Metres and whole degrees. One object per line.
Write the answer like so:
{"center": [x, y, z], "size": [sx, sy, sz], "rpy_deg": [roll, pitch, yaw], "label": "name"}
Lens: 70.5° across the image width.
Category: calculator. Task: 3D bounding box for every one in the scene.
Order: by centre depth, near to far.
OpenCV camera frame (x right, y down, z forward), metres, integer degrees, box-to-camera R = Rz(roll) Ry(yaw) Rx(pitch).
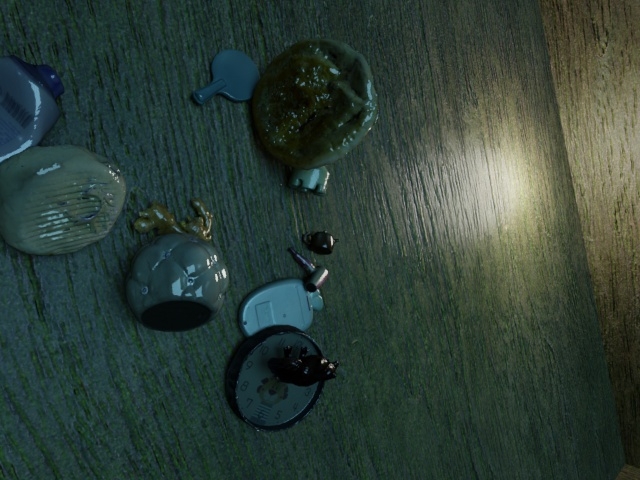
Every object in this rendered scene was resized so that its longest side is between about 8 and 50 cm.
{"center": [-0.111, 0.211, 1.378], "size": [0.295, 0.042, 0.184], "rpy_deg": [-14, 95, -34], "label": "calculator"}

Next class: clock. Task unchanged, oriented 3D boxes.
{"center": [-0.120, 0.405, 1.325], "size": [0.312, 0.061, 0.312], "rpy_deg": [-5, 99, -32], "label": "clock"}

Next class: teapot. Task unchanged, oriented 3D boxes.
{"center": [0.000, 0.000, 1.455], "size": [0.121, 0.076, 0.068], "rpy_deg": [12, 67, -4], "label": "teapot"}

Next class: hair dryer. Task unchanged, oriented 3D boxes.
{"center": [-0.048, 0.084, 1.422], "size": [0.154, 0.054, 0.106], "rpy_deg": [48, 29, 0], "label": "hair dryer"}

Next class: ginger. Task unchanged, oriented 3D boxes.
{"center": [-0.374, -0.045, 1.205], "size": [0.176, 0.052, 0.193], "rpy_deg": [51, 60, -15], "label": "ginger"}

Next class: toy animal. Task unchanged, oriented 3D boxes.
{"center": [-0.029, 0.362, 1.232], "size": [0.218, 0.179, 0.116], "rpy_deg": [19, 85, -34], "label": "toy animal"}

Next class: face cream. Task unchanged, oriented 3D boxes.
{"center": [-0.723, -0.230, 0.925], "size": [0.235, 0.137, 0.420], "rpy_deg": [45, 66, -2], "label": "face cream"}

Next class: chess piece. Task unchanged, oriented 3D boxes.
{"center": [-0.007, -0.298, 1.410], "size": [0.194, 0.194, 0.299], "rpy_deg": [17, 87, -33], "label": "chess piece"}

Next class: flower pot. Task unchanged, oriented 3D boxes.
{"center": [-0.348, 0.100, 1.105], "size": [0.246, 0.246, 0.195], "rpy_deg": [17, 46, -33], "label": "flower pot"}

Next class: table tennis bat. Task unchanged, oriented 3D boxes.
{"center": [-0.273, -0.461, 1.310], "size": [0.244, 0.040, 0.153], "rpy_deg": [-46, 111, -32], "label": "table tennis bat"}

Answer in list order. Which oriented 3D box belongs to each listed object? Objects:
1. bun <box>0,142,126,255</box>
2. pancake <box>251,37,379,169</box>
{"center": [-0.569, -0.095, 0.992], "size": [0.273, 0.168, 0.273], "rpy_deg": [-36, 146, -29], "label": "bun"}
{"center": [-0.027, -0.387, 1.285], "size": [0.082, 0.387, 0.387], "rpy_deg": [-5, 90, -70], "label": "pancake"}
